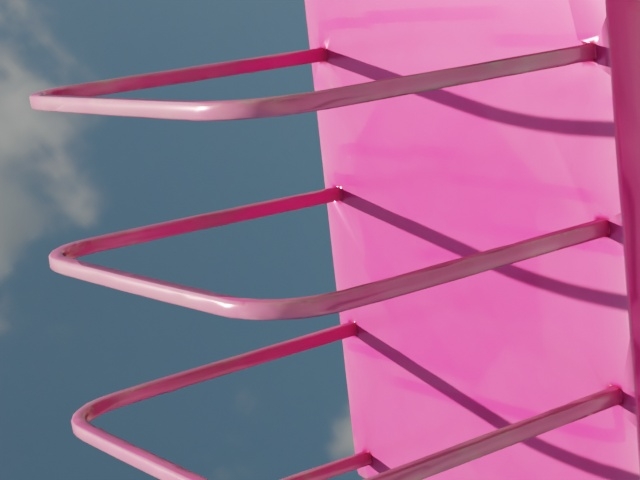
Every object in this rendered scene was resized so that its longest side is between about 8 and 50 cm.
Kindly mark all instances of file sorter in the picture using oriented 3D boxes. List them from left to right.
[{"bbox_3d":[0.000,0.000,0.609,0.182,0.202,0.291,-13,-77,-32],"label":"file sorter"}]
